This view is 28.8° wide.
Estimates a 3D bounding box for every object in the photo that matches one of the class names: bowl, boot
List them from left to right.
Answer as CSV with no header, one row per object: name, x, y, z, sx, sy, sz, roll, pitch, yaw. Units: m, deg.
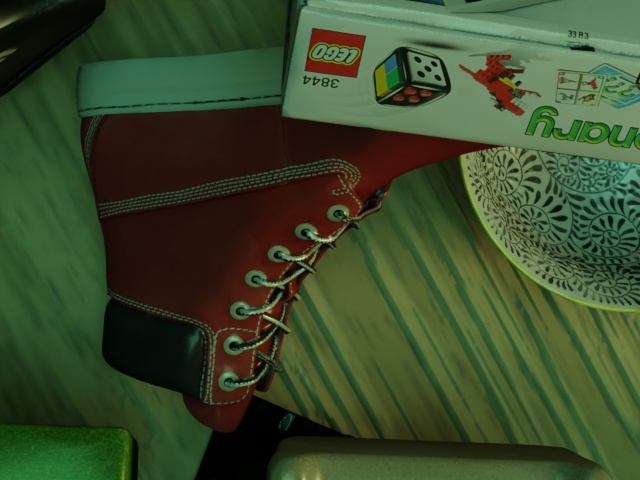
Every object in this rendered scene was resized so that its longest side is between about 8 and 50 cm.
boot,0.000,0.000,0.559,0.244,0.088,0.176,-2,94,31
bowl,0.143,-0.052,0.612,0.170,0.080,0.170,0,92,-5

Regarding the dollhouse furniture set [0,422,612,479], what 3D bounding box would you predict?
dollhouse furniture set,-0.031,0.186,0.550,0.301,0.151,0.198,4,77,-9

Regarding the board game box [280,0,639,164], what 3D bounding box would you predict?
board game box,0.087,-0.153,0.520,0.192,0.305,0.053,8,135,-5

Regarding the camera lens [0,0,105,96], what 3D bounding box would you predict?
camera lens,-0.220,-0.176,0.502,0.219,0.219,0.274,-33,95,-4

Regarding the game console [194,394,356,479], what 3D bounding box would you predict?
game console,-0.010,0.152,0.638,0.107,0.071,0.122,20,89,24
